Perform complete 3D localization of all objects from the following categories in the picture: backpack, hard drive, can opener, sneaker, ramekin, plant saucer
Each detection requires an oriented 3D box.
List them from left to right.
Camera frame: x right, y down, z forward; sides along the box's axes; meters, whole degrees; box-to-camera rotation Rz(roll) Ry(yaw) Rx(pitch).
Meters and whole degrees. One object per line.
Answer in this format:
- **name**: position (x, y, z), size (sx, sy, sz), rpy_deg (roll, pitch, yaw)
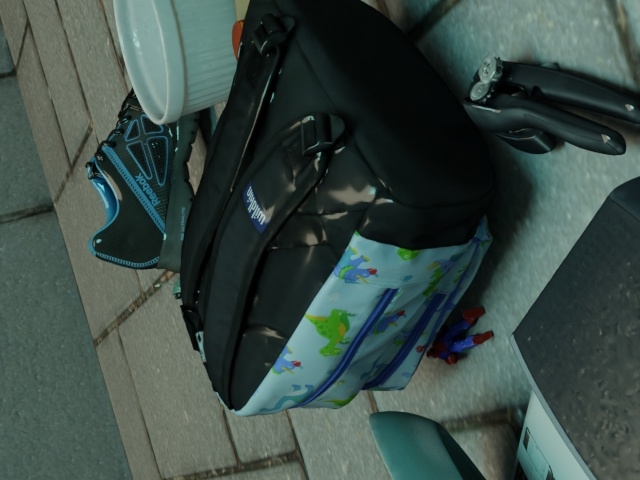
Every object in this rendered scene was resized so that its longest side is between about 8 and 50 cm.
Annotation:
- **sneaker**: position (-0.232, -0.129, 1.787), size (0.125, 0.139, 0.341), rpy_deg (132, 138, -67)
- **ramekin**: position (-0.163, -0.248, 1.624), size (0.207, 0.109, 0.207), rpy_deg (166, 90, -71)
- **backpack**: position (0.000, 0.000, 1.180), size (0.355, 0.273, 0.290), rpy_deg (-55, 47, 30)
- **plant saucer**: position (0.144, 0.256, 1.068), size (0.318, 0.043, 0.317), rpy_deg (54, -177, -5)
- **can opener**: position (0.161, -0.094, 0.948), size (0.059, 0.073, 0.186), rpy_deg (-65, 26, -3)
- **hard drive**: position (0.218, 0.093, 0.818), size (0.172, 0.054, 0.255), rpy_deg (-59, 44, 28)

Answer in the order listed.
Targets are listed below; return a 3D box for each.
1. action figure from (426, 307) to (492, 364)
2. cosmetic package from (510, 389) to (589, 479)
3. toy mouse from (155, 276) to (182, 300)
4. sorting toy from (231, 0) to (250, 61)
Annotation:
- **action figure**: position (0.117, 0.089, 1.223), size (0.038, 0.030, 0.115), rpy_deg (67, 162, 11)
- **cosmetic package**: position (0.195, 0.156, 1.007), size (0.239, 0.060, 0.099), rpy_deg (94, 153, -42)
- **toy mouse**: position (-0.142, 0.055, 1.756), size (0.161, 0.143, 0.031), rpy_deg (143, 132, -63)
- **sorting toy**: position (-0.057, -0.279, 1.410), size (0.229, 0.041, 0.307), rpy_deg (-136, 36, -56)
